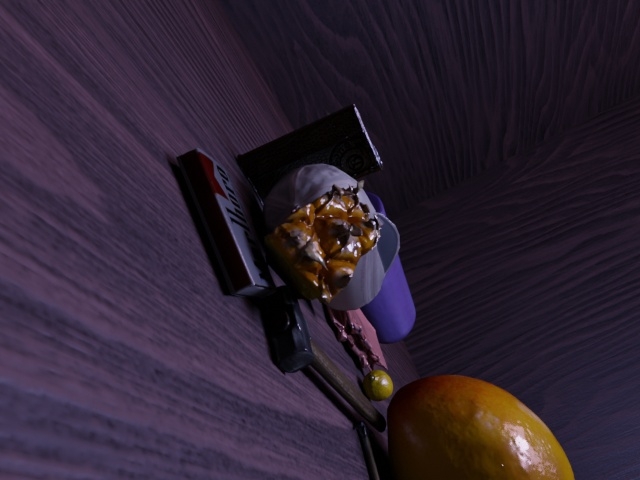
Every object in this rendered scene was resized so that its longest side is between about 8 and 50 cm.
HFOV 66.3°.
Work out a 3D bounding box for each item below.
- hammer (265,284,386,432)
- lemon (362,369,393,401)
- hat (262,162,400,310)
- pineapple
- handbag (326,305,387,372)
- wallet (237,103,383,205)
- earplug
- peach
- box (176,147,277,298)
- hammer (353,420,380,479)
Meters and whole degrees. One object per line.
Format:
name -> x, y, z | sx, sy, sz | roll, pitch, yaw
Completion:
hammer -> 0.025, 0.207, 0.730 | 0.365, 0.043, 0.111 | 56, 9, -42
lemon -> 0.119, 0.301, 1.020 | 0.083, 0.062, 0.062 | 56, 10, -47
hat -> 0.004, 0.006, 0.863 | 0.161, 0.231, 0.275 | -49, 128, -50
pineapple -> 0.000, 0.010, 0.678 | 0.115, 0.186, 0.236 | 52, 26, 1
handbag -> 0.072, 0.192, 1.101 | 0.213, 0.059, 0.157 | 57, 8, -33
wallet -> -0.021, -0.142, 0.898 | 0.133, 0.243, 0.039 | 63, 20, -22
earplug -> 0.135, 0.105, 1.327 | 0.215, 0.215, 0.456 | -107, 171, -55
peach -> 0.258, 0.372, 0.822 | 0.289, 0.288, 0.308 | 45, 24, -69
box -> -0.111, -0.015, 0.599 | 0.178, 0.035, 0.115 | 65, 5, 13
hammer -> 0.081, 0.353, 0.744 | 0.062, 0.017, 0.182 | 59, 9, -32
